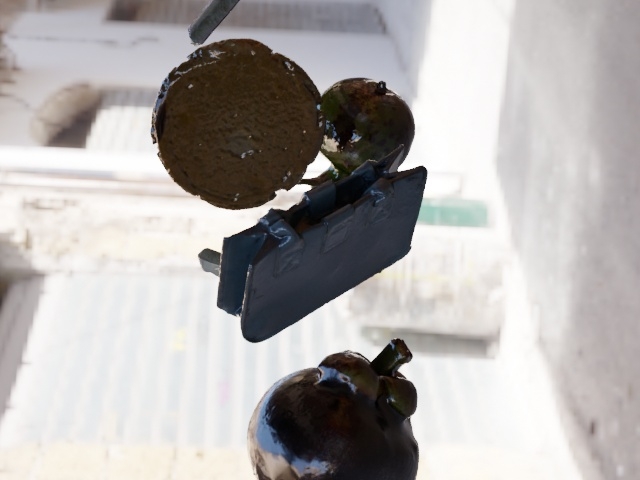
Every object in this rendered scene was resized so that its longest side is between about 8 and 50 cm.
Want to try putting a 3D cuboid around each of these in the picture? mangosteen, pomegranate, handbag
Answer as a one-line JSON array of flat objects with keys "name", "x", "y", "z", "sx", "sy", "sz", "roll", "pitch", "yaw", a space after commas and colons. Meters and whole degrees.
[{"name": "mangosteen", "x": 0.040, "y": 0.272, "z": 2.093, "sx": 0.302, "sy": 0.275, "sz": 0.275, "roll": -57, "pitch": 5, "yaw": 2}, {"name": "pomegranate", "x": 0.048, "y": -0.130, "z": 1.882, "sx": 0.148, "sy": 0.148, "sz": 0.169, "roll": -137, "pitch": 67, "yaw": -86}, {"name": "handbag", "x": 0.000, "y": 0.000, "z": 1.487, "sx": 0.062, "sy": 0.229, "sz": 0.179, "roll": 49, "pitch": 154, "yaw": 24}]

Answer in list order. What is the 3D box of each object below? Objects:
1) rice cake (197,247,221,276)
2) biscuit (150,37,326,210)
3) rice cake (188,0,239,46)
[{"name": "rice cake", "x": -0.106, "y": 0.056, "z": 2.138, "sx": 0.030, "sy": 0.180, "sz": 0.042, "roll": -53, "pitch": -33, "yaw": -29}, {"name": "biscuit", "x": -0.100, "y": -0.141, "z": 1.750, "sx": 0.042, "sy": 0.226, "sz": 0.226, "roll": -102, "pitch": 15, "yaw": -62}, {"name": "rice cake", "x": -0.125, "y": -0.351, "z": 2.022, "sx": 0.033, "sy": 0.033, "sz": 0.207, "roll": 3, "pitch": 52, "yaw": 52}]
